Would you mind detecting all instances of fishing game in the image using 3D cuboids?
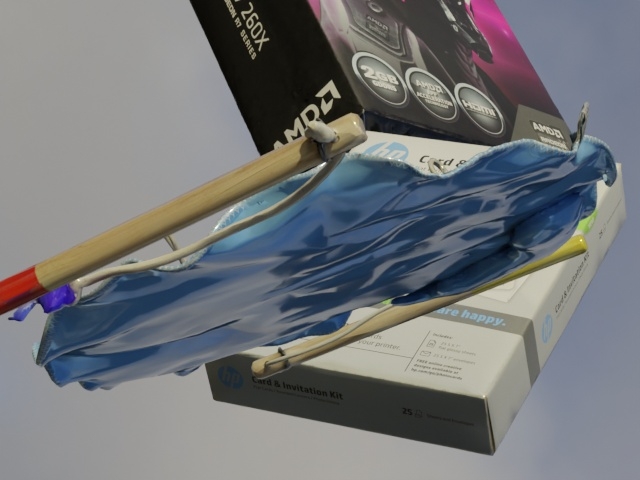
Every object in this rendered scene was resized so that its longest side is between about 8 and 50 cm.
[{"bbox_3d":[0.000,0.000,0.564,0.189,0.264,0.041,-24,-104,20],"label":"fishing game"}]

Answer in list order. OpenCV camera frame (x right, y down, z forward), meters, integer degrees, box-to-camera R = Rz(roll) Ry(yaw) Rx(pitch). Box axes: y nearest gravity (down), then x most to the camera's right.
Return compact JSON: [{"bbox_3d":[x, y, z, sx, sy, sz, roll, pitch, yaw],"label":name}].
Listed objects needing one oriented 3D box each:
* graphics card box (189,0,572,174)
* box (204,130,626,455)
[{"bbox_3d":[0.015,-0.170,1.263,0.094,0.232,0.371,-45,-128,29],"label":"graphics card box"},{"bbox_3d":[0.050,0.019,0.894,0.145,0.186,0.038,9,-51,26],"label":"box"}]
